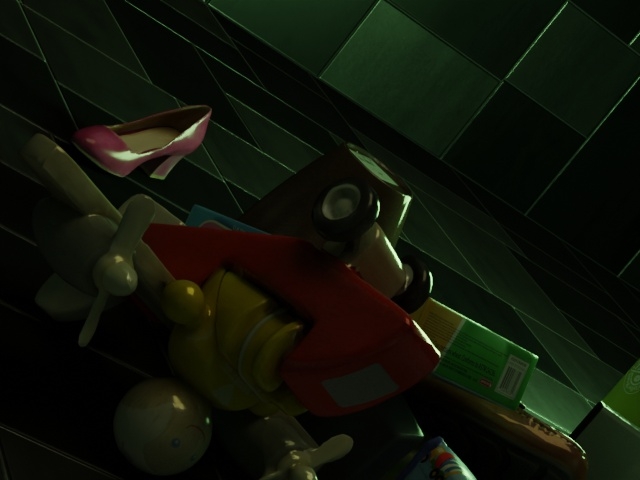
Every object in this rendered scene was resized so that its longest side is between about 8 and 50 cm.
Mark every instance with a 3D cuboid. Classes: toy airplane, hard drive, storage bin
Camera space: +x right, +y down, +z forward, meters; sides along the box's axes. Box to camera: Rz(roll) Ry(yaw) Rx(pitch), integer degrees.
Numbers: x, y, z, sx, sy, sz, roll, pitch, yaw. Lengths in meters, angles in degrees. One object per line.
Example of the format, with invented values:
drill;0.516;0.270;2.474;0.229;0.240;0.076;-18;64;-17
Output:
toy airplane;-0.120;0.079;1.559;0.386;0.272;0.384;29;-25;-5
hard drive;0.354;0.263;2.085;0.135;0.094;0.022;35;12;-17
storage bin;0.040;0.198;1.790;0.098;0.135;0.091;12;40;-55

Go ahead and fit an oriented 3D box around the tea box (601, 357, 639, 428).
tea box;0.569;0.311;2.427;0.329;0.323;0.220;35;13;-19

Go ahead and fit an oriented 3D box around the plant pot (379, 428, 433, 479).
plant pot;0.072;0.240;1.865;0.079;0.083;0.083;10;29;-41

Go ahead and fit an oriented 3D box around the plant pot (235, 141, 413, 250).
plant pot;0.000;0.000;2.136;0.215;0.230;0.215;36;13;-9

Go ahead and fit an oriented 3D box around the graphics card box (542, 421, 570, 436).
graphics card box;0.268;0.304;2.132;0.371;0.094;0.233;25;18;-44

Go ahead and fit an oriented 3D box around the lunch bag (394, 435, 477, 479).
lunch bag;0.179;0.364;1.658;0.293;0.138;0.221;46;6;-31

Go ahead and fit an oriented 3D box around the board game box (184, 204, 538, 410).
board game box;0.035;0.070;1.811;0.316;0.064;0.242;21;-4;36

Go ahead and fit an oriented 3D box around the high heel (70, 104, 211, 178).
high heel;-0.227;-0.142;2.259;0.082;0.117;0.244;44;13;25

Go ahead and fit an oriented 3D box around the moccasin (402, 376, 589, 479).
moccasin;0.145;0.169;1.957;0.380;0.147;0.139;25;-36;40
